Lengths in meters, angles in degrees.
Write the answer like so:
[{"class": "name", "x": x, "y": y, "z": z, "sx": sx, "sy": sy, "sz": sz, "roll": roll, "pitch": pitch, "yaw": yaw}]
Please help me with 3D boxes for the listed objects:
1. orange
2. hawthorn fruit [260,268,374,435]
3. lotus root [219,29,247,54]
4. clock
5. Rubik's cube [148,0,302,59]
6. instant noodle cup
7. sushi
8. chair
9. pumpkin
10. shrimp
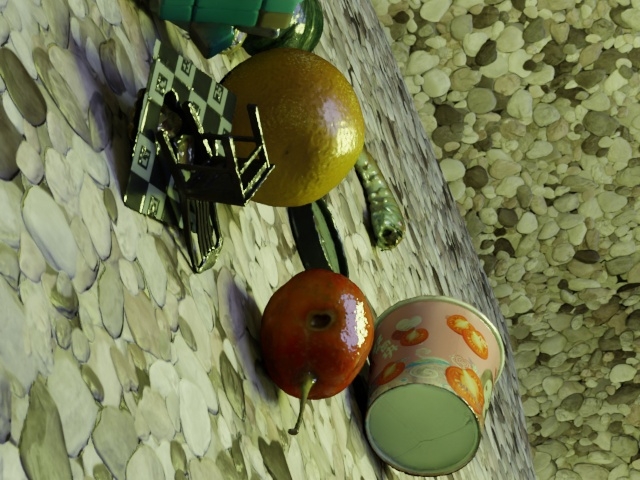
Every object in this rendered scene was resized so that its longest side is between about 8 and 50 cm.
[{"class": "orange", "x": -0.050, "y": -0.152, "z": 1.758, "sx": 0.236, "sy": 0.236, "sz": 0.236, "roll": -18, "pitch": 90, "yaw": -77}, {"class": "hawthorn fruit", "x": -0.009, "y": 0.166, "z": 1.669, "sx": 0.285, "sy": 0.165, "sz": 0.165, "roll": -84, "pitch": 154, "yaw": -48}, {"class": "lotus root", "x": -0.154, "y": -0.359, "z": 1.927, "sx": 0.090, "sy": 0.077, "sz": 0.183, "roll": 62, "pitch": 18, "yaw": -64}, {"class": "clock", "x": 0.000, "y": 0.000, "z": 2.157, "sx": 0.184, "sy": 0.040, "sz": 0.184, "roll": -19, "pitch": 90, "yaw": -77}, {"class": "Rubik's cube", "x": -0.137, "y": -0.368, "z": 1.729, "sx": 0.213, "sy": 0.265, "sz": 0.224, "roll": 134, "pitch": -41, "yaw": -77}, {"class": "instant noodle cup", "x": 0.179, "y": 0.250, "z": 2.176, "sx": 0.231, "sy": 0.243, "sz": 0.243, "roll": -70, "pitch": 140, "yaw": -59}, {"class": "sushi", "x": -0.181, "y": -0.112, "z": 1.527, "sx": 0.215, "sy": 0.050, "sz": 0.192, "roll": 28, "pitch": 69, "yaw": -65}, {"class": "chair", "x": -0.110, "y": -0.051, "z": 1.512, "sx": 0.084, "sy": 0.101, "sz": 0.212, "roll": -56, "pitch": 143, "yaw": -46}, {"class": "pumpkin", "x": -0.088, "y": -0.374, "z": 2.068, "sx": 0.211, "sy": 0.152, "sz": 0.211, "roll": 56, "pitch": 17, "yaw": -27}, {"class": "shrimp", "x": 0.118, "y": -0.111, "z": 2.748, "sx": 0.185, "sy": 0.068, "sz": 0.287, "roll": 18, "pitch": 53, "yaw": -76}]
